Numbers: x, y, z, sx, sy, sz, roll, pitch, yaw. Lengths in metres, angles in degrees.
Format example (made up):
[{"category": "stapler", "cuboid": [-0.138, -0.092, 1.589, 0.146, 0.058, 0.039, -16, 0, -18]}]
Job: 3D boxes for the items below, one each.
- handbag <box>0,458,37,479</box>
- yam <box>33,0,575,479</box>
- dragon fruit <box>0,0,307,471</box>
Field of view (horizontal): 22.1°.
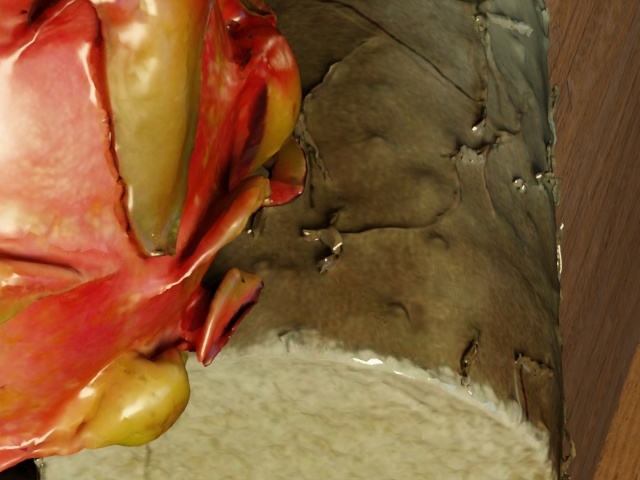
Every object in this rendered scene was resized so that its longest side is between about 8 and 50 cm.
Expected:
[{"category": "handbag", "cuboid": [-0.068, 0.239, 0.852, 0.342, 0.152, 0.288, 11, 105, -29]}, {"category": "yam", "cuboid": [0.000, 0.000, 0.743, 0.348, 0.241, 0.241, -87, 175, -51]}, {"category": "dragon fruit", "cuboid": [-0.125, -0.076, 0.531, 0.243, 0.227, 0.307, 69, 28, -61]}]
